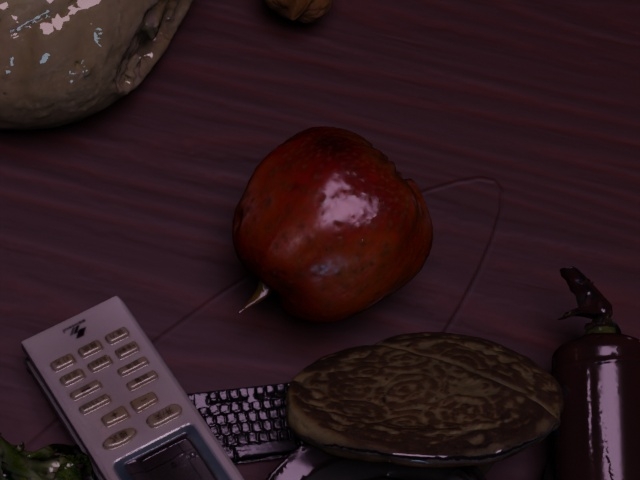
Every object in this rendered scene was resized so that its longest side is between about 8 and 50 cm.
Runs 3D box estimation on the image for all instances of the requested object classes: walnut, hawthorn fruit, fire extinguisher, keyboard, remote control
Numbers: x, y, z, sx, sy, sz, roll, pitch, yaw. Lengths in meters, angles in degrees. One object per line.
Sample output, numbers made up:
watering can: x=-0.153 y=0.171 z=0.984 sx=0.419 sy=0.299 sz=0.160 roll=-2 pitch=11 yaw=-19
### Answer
walnut: x=-0.021 y=-0.260 z=1.887 sx=0.079 sy=0.082 sz=0.096 roll=22 pitch=63 yaw=-31
hawthorn fruit: x=0.000 y=0.000 z=1.749 sx=0.179 sy=0.179 sz=0.200 roll=40 pitch=86 yaw=6
fire extinguisher: x=0.250 y=0.198 z=1.733 sx=0.105 sy=0.141 sz=0.341 roll=-10 pitch=71 yaw=28
keyboard: x=-0.012 y=0.163 z=1.760 sx=0.231 sy=0.023 sz=0.072 roll=-6 pitch=73 yaw=-11
remote control: x=-0.158 y=0.169 z=1.663 sx=0.103 sy=0.055 sz=0.277 roll=-26 pitch=52 yaw=-17

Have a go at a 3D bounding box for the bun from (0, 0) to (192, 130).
bun: x=-0.282 y=-0.293 z=1.791 sx=0.364 sy=0.202 sz=0.364 roll=3 pitch=67 yaw=-7

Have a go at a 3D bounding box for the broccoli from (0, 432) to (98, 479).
broccoli: x=-0.324 y=0.244 z=1.522 sx=0.321 sy=0.304 sz=0.283 roll=-12 pitch=105 yaw=-5

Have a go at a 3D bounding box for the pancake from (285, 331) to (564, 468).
pancake: x=0.085 y=0.140 z=1.689 sx=0.250 sy=0.250 sz=0.031 roll=-6 pitch=114 yaw=-11

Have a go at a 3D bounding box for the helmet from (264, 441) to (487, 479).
helmet: x=0.072 y=0.314 z=1.630 sx=0.225 sy=0.177 sz=0.305 roll=-26 pitch=40 yaw=-2

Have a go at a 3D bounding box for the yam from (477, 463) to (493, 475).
yam: x=0.135 y=0.195 z=1.756 sx=0.054 sy=0.054 sz=0.132 roll=36 pitch=69 yaw=5
